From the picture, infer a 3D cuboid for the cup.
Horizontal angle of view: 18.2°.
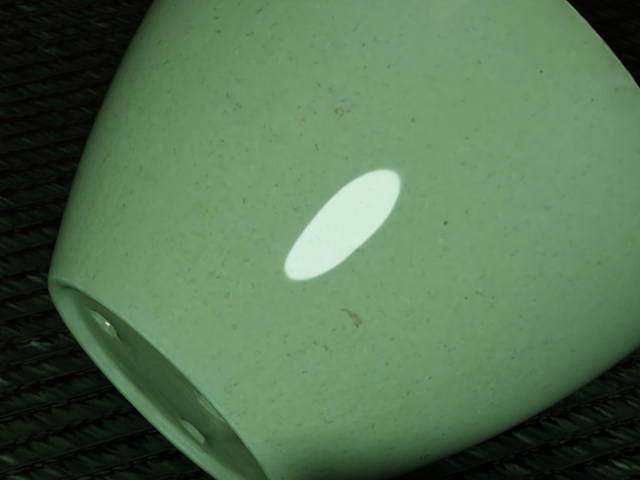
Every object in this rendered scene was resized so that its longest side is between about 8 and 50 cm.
[{"bbox_3d":[0.000,0.000,1.040,0.331,0.331,0.237,33,70,32],"label":"cup"}]
